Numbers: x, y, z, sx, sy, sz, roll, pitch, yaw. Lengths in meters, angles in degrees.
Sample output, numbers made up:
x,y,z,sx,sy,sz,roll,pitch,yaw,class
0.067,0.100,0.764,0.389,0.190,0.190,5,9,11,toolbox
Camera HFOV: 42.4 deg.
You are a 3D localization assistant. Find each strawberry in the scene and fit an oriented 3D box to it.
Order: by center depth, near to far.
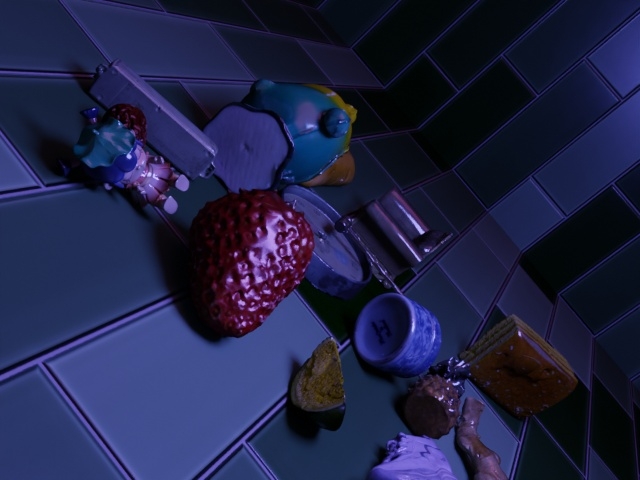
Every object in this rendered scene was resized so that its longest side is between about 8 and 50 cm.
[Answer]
x,y,z,sx,sy,sz,roll,pitch,yaw,class
-0.122,0.045,1.277,0.205,0.205,0.244,39,45,-25,strawberry

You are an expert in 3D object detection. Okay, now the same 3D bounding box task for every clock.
x,y,z,sx,sy,sz,roll,pitch,yaw,class
0.000,0.000,1.726,0.280,0.055,0.280,40,22,-20,clock

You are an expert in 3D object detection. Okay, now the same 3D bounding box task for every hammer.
x,y,z,sx,sy,sz,roll,pitch,yaw,class
0.133,0.066,1.765,0.292,0.029,0.058,51,23,-1,hammer

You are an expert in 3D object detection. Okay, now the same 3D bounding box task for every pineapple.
x,y,z,sx,sy,sz,roll,pitch,yaw,class
0.233,0.296,1.596,0.111,0.119,0.237,51,25,5,pineapple

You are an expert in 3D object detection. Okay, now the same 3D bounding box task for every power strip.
x,y,z,sx,sy,sz,roll,pitch,yaw,class
-0.294,-0.214,1.476,0.272,0.078,0.052,41,21,-20,power strip

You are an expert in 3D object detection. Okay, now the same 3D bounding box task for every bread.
x,y,z,sx,sy,sz,roll,pitch,yaw,class
0.469,0.306,1.946,0.234,0.184,0.110,38,27,-22,bread
0.000,-0.199,2.031,0.142,0.091,0.305,47,19,11,bread

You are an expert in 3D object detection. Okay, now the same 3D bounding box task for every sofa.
x,y,z,sx,sy,sz,roll,pitch,yaw,class
0.183,-0.032,1.968,0.200,0.182,0.258,49,21,3,sofa

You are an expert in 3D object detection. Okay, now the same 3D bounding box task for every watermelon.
x,y,z,sx,sy,sz,roll,pitch,yaw,class
0.009,0.241,1.280,0.075,0.092,0.181,55,8,-24,watermelon

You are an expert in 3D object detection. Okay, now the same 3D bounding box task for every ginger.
x,y,z,sx,sy,sz,roll,pitch,yaw,class
0.317,0.430,1.586,0.089,0.075,0.288,15,37,-18,ginger

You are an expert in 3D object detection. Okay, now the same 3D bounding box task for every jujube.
x,y,z,sx,sy,sz,roll,pitch,yaw,class
-0.323,-0.173,1.355,0.077,0.077,0.129,34,27,-35,jujube

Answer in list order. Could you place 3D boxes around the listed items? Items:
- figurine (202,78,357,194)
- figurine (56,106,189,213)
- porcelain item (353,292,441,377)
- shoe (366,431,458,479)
x,y,z,sx,sy,sz,roll,pitch,yaw,class
-0.068,-0.225,1.695,0.340,0.324,0.231,-35,114,-60,figurine
-0.299,-0.109,1.250,0.102,0.111,0.195,16,-17,32,figurine
0.150,0.183,1.574,0.114,0.147,0.147,31,27,-43,porcelain item
0.141,0.366,1.326,0.245,0.095,0.137,29,25,-50,shoe
